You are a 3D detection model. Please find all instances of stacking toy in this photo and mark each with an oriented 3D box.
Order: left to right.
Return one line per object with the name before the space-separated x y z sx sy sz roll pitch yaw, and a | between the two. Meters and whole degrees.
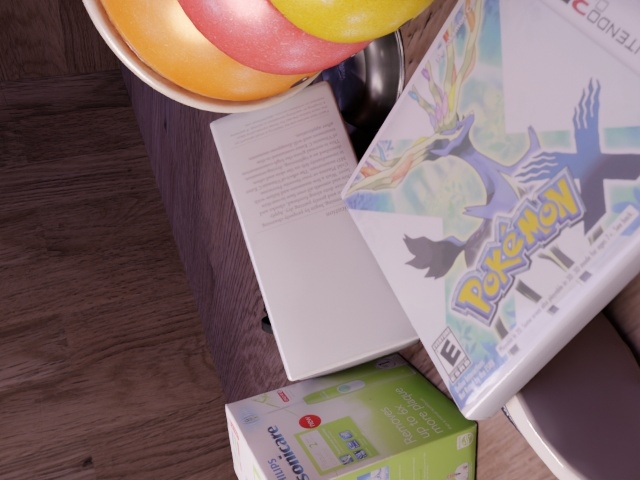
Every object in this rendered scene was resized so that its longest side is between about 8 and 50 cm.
stacking toy | 0.004 -0.274 0.551 0.480 0.351 0.350 24 124 54

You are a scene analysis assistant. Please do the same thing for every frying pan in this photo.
frying pan | 0.021 -0.284 0.919 0.326 0.053 0.197 52 147 41

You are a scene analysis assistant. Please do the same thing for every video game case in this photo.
video game case | 0.154 -0.067 0.541 0.329 0.036 0.299 -59 40 32

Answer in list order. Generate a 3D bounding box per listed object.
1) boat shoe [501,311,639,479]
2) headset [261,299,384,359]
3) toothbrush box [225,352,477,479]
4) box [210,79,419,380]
boat shoe | 0.191 0.104 0.640 0.158 0.127 0.340 95 161 -53
headset | -0.008 0.088 1.133 0.394 0.185 0.243 -105 20 -51
toothbrush box | 0.038 0.285 0.871 0.206 0.284 0.122 -142 44 -59
box | 0.000 0.000 0.864 0.215 0.168 0.345 57 -166 -77
